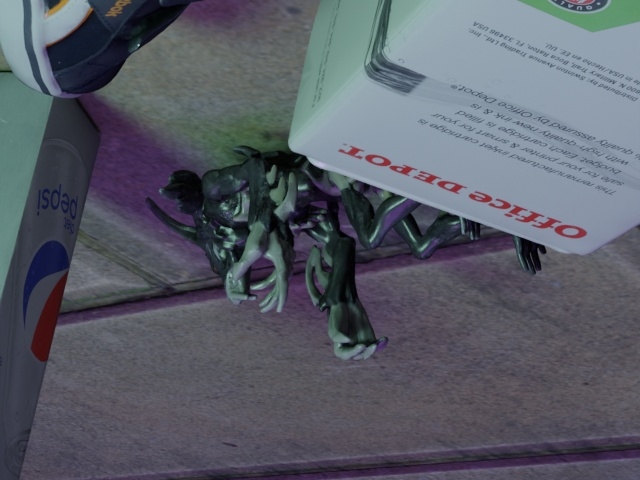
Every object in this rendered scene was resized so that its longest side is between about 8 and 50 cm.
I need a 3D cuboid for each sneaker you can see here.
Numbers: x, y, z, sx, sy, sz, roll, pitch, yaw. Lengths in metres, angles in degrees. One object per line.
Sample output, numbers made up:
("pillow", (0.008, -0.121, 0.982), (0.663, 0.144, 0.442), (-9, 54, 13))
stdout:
("sneaker", (-0.085, -0.158, 0.795), (0.127, 0.126, 0.321), (16, 154, 1))

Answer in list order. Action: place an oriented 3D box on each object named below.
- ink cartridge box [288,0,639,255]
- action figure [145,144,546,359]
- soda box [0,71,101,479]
("ink cartridge box", (0.130, -0.110, 0.827), (0.198, 0.115, 0.273), (19, 154, -17))
("action figure", (0.000, 0.000, 1.097), (0.276, 0.141, 0.164), (-11, 160, 36))
("soda box", (-0.229, 0.032, 1.075), (0.098, 0.286, 0.091), (2, 154, 15))
